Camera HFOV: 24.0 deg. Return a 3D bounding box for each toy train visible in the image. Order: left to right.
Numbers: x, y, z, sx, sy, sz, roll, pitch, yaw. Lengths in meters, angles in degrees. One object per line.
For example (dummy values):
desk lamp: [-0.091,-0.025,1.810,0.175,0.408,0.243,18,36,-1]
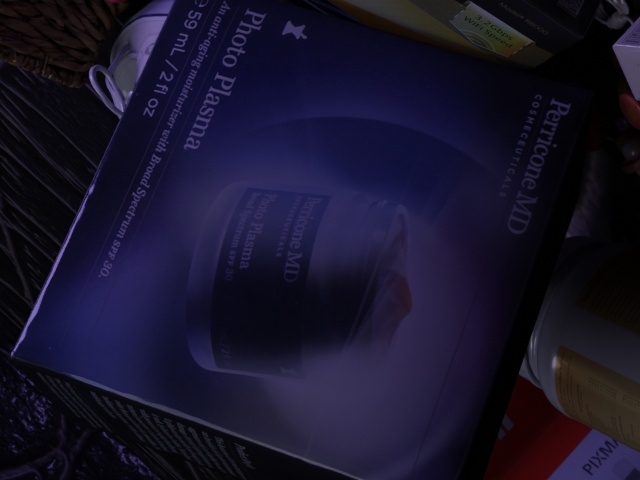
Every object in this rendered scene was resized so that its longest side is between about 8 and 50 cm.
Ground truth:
toy train: [0.196,-0.092,1.034,0.125,0.046,0.166,39,158,15]

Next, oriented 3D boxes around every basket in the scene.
basket: [-0.320,-0.313,1.529,0.299,0.223,0.213,29,-174,36]

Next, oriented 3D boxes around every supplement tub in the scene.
supplement tub: [0.252,0.086,1.114,0.199,0.144,0.144,27,152,41]

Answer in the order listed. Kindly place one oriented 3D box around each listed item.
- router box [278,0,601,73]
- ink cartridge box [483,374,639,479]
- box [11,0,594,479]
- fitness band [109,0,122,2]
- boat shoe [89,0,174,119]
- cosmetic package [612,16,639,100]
router box: [0.010,-0.208,1.006,0.309,0.081,0.243,31,161,-11]
ink cartridge box: [0.200,0.270,1.319,0.385,0.308,0.091,53,158,-14]
box: [0.000,0.016,1.020,0.294,0.296,0.183,18,162,11]
fitness band: [-0.202,-0.335,1.222,0.209,0.054,0.291,39,151,66]
boat shoe: [-0.136,-0.132,1.421,0.367,0.156,0.136,9,138,56]
cosmetic package: [0.221,-0.125,0.832,0.060,0.115,0.041,19,147,51]
